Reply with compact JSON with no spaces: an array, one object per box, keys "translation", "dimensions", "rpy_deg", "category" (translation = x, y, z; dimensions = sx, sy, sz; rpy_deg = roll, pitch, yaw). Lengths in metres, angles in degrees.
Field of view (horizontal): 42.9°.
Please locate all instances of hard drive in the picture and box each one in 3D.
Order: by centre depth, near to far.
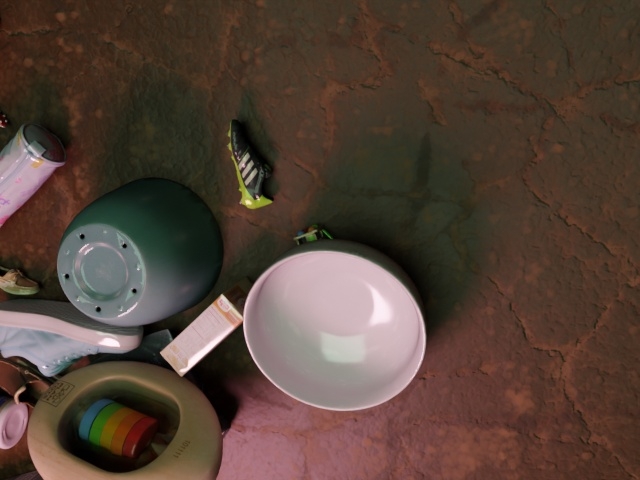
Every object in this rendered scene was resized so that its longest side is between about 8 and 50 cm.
[{"translation":[-0.381,0.297,1.735],"dimensions":[0.255,0.054,0.172],"rpy_deg":[-26,93,18],"category":"hard drive"}]

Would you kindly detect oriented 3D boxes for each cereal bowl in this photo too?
[{"translation":[0.034,0.142,1.528],"dimensions":[0.339,0.141,0.339],"rpy_deg":[4,115,8],"category":"cereal bowl"}]

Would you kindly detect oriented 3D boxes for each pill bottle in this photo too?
[{"translation":[-0.768,0.393,1.829],"dimensions":[0.187,0.112,0.112],"rpy_deg":[10,103,13],"category":"pill bottle"}]

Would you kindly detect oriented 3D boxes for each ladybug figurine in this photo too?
[{"translation":[-0.375,0.393,1.588],"dimensions":[0.449,0.305,0.162],"rpy_deg":[17,143,32],"category":"ladybug figurine"}]

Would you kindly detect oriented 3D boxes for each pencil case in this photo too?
[{"translation":[-0.651,-0.124,1.688],"dimensions":[0.273,0.124,0.113],"rpy_deg":[-38,89,18],"category":"pencil case"}]

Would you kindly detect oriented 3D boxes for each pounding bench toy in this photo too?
[{"translation":[0.000,0.000,1.572],"dimensions":[0.083,0.052,0.065],"rpy_deg":[-21,95,18],"category":"pounding bench toy"}]

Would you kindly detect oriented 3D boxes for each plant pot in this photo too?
[{"translation":[-0.368,0.034,1.584],"dimensions":[0.293,0.235,0.293],"rpy_deg":[3,101,14],"category":"plant pot"}]

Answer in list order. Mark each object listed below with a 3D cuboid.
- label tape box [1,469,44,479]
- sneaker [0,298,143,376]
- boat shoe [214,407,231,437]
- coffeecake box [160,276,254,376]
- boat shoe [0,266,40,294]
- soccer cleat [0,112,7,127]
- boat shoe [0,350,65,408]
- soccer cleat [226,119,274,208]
[{"translation":[-0.590,0.637,1.833],"dimensions":[0.334,0.106,0.240],"rpy_deg":[-19,95,18],"category":"label tape box"},{"translation":[-0.530,0.217,1.727],"dimensions":[0.366,0.135,0.150],"rpy_deg":[7,106,25],"category":"sneaker"},{"translation":[-0.290,0.484,1.717],"dimensions":[0.091,0.114,0.302],"rpy_deg":[32,108,13],"category":"boat shoe"},{"translation":[-0.210,0.168,1.615],"dimensions":[0.185,0.142,0.068],"rpy_deg":[-42,88,18],"category":"coffeecake box"},{"translation":[-0.674,0.084,1.774],"dimensions":[0.135,0.050,0.045],"rpy_deg":[13,109,12],"category":"boat shoe"},{"translation":[-0.695,-0.263,1.723],"dimensions":[0.083,0.029,0.035],"rpy_deg":[43,117,7],"category":"soccer cleat"},{"translation":[-0.641,0.315,1.787],"dimensions":[0.257,0.095,0.095],"rpy_deg":[18,105,11],"category":"boat shoe"},{"translation":[-0.135,-0.150,1.581],"dimensions":[0.072,0.060,0.179],"rpy_deg":[-10,105,7],"category":"soccer cleat"}]
